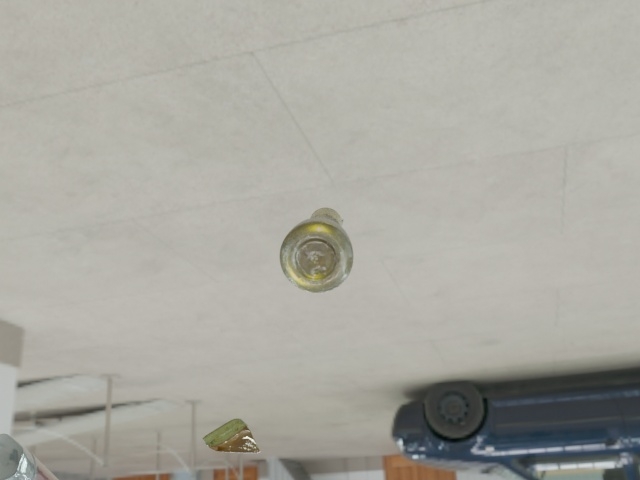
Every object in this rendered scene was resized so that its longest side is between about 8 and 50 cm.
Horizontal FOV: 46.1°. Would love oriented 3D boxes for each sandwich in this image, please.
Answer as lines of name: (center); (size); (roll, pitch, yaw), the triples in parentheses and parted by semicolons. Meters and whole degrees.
sandwich: (-0.112, 0.263, 1.012); (0.083, 0.044, 0.031); (16, -167, -39)

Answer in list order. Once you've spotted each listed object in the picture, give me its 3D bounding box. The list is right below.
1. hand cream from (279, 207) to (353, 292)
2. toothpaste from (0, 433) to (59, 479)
hand cream: (0.000, 0.000, 0.933); (0.084, 0.084, 0.203); (-5, -168, 4)
toothpaste: (-0.242, 0.215, 0.630); (0.043, 0.067, 0.194); (19, 145, 10)
